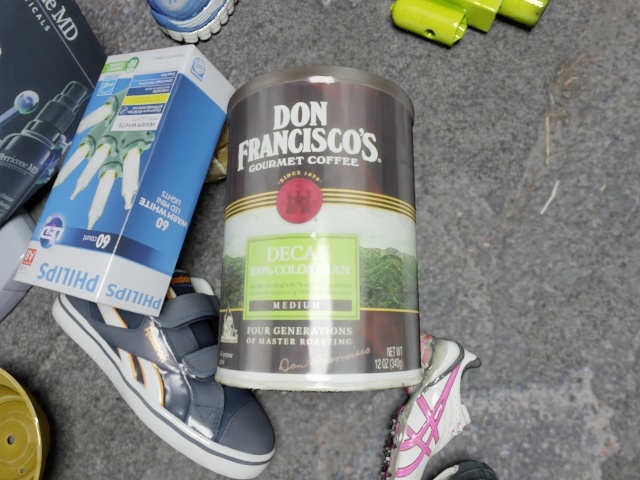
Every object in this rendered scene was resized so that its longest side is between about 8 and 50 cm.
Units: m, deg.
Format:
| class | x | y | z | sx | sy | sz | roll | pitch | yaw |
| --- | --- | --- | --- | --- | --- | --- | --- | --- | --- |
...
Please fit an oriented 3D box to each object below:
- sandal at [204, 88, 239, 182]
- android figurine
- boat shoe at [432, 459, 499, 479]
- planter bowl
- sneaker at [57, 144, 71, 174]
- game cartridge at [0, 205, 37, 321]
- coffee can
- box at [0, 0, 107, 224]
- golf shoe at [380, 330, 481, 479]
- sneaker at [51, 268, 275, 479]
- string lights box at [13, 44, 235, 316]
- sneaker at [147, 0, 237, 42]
| class | x | y | z | sx | sy | sz | roll | pitch | yaw |
| --- | --- | --- | --- | --- | --- | --- | --- | --- | --- |
| sandal | -0.126 | -0.118 | 0.543 | 0.240 | 0.088 | 0.079 | -35 | 38 | -3 |
| android figurine | 0.180 | -0.382 | 0.578 | 0.272 | 0.056 | 0.248 | 26 | 84 | 11 |
| boat shoe | 0.095 | 0.359 | 0.439 | 0.114 | 0.091 | 0.303 | 37 | 99 | 0 |
| planter bowl | -0.399 | 0.247 | 0.524 | 0.217 | 0.090 | 0.217 | -1 | 80 | 7 |
| sneaker | -0.237 | -0.136 | 0.592 | 0.097 | 0.084 | 0.235 | 44 | 88 | -14 |
| game cartridge | -0.521 | 0.056 | 0.595 | 0.297 | 0.062 | 0.198 | -41 | 73 | -1 |
| coffee can | 0.000 | 0.000 | 0.455 | 0.201 | 0.201 | 0.276 | -1 | 79 | 7 |
| box | -0.458 | -0.159 | 0.461 | 0.212 | 0.293 | 0.395 | 34 | 72 | 11 |
| golf shoe | 0.118 | 0.198 | 0.476 | 0.085 | 0.067 | 0.186 | 17 | 82 | 9 |
| sneaker | -0.161 | 0.116 | 0.498 | 0.321 | 0.126 | 0.127 | 36 | 92 | 14 |
| string lights box | -0.195 | -0.064 | 0.457 | 0.133 | 0.076 | 0.260 | 6 | 73 | 28 |
| sneaker | -0.118 | -0.428 | 0.580 | 0.129 | 0.147 | 0.330 | 34 | 85 | 12 |
